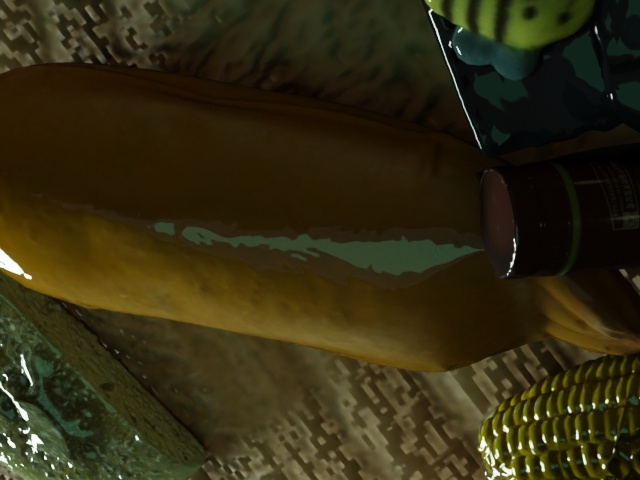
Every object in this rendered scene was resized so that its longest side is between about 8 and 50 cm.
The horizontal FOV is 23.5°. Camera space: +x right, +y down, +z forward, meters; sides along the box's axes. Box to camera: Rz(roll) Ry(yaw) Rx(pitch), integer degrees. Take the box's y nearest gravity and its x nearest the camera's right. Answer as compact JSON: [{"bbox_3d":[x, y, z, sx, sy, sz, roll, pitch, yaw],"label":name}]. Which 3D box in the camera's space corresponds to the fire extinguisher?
[{"bbox_3d":[0.138,-0.013,0.582,0.158,0.064,0.043,-5,135,-16],"label":"fire extinguisher"}]

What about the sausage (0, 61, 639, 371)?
[{"bbox_3d":[0.000,-0.004,0.657,0.328,0.112,0.112,12,121,18],"label":"sausage"}]

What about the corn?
[{"bbox_3d":[0.166,0.073,0.633,0.231,0.080,0.080,-21,106,33],"label":"corn"}]

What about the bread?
[{"bbox_3d":[-0.163,0.080,0.821,0.193,0.036,0.112,46,127,-3],"label":"bread"}]

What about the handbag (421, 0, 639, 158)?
[{"bbox_3d":[0.148,-0.187,0.480,0.303,0.122,0.329,-10,113,29],"label":"handbag"}]
